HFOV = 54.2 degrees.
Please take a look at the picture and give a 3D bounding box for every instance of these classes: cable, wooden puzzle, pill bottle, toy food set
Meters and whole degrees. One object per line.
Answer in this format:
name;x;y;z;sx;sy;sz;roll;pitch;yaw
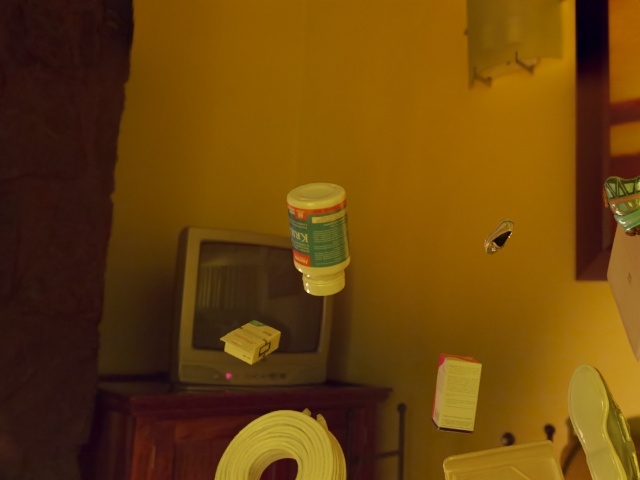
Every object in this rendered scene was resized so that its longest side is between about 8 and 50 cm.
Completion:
cable;-0.076;0.454;1.194;0.257;0.257;0.089;-31;-48;-6
wooden puzzle;0.368;0.520;1.196;0.221;0.238;0.044;-11;-20;4
pill bottle;0.000;0.000;1.320;0.124;0.221;0.124;-5;24;2
toy food set;0.645;0.072;1.208;0.093;0.306;0.219;-3;-48;9

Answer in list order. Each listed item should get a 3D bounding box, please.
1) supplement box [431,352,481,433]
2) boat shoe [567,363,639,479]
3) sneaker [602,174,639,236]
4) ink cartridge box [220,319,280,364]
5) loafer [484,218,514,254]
supplement box;0.424;0.476;1.957;0.114;0.219;0.111;6;1;-1
boat shoe;0.709;0.468;1.556;0.099;0.319;0.116;10;-31;-26
sneaker;0.572;-0.122;0.984;0.262;0.125;0.104;-33;-19;11
ink cartridge box;-0.098;0.142;0.864;0.048;0.028;0.083;20;20;24
loafer;0.450;-0.002;1.578;0.045;0.039;0.125;11;-42;-8
